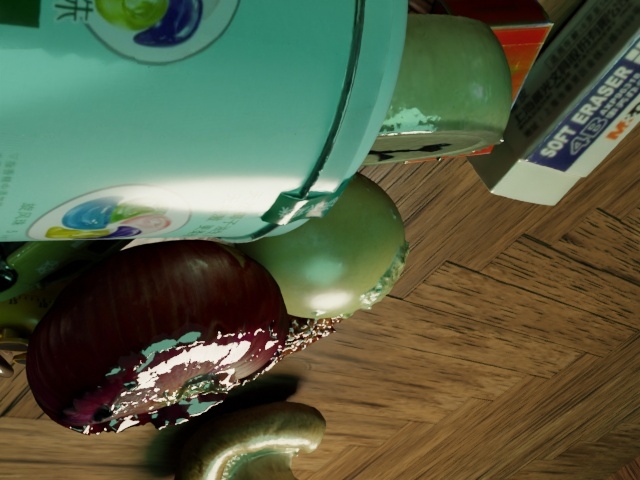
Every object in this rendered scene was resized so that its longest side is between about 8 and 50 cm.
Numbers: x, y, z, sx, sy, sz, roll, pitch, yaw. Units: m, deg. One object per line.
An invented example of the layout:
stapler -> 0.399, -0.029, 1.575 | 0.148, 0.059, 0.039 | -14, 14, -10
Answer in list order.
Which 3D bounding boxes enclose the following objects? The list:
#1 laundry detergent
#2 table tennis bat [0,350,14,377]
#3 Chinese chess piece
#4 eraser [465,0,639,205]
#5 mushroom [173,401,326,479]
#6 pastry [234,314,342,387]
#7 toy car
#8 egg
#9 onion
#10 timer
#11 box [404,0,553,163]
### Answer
laundry detergent -> -0.122, -0.139, 0.556 | 0.305, 0.287, 0.287 | -2, 139, -33
table tennis bat -> -0.364, 0.137, 0.902 | 0.119, 0.107, 0.170 | -49, 171, -12
Chinese chess piece -> 0.048, -0.117, 0.788 | 0.238, 0.092, 0.238 | -6, 177, 0
eraser -> 0.289, -0.160, 1.008 | 0.124, 0.081, 0.279 | 6, 134, -41
mushroom -> -0.130, 0.323, 1.314 | 0.151, 0.156, 0.285 | 31, 104, -40
pastry -> -0.068, 0.100, 1.088 | 0.208, 0.097, 0.115 | -32, 151, 3
toy car -> -0.203, -0.039, 0.802 | 0.257, 0.101, 0.124 | -35, 155, 9
egg -> 0.003, -0.002, 0.949 | 0.164, 0.164, 0.201 | -47, 155, 27
onion -> -0.147, 0.084, 0.831 | 0.248, 0.161, 0.248 | -38, 169, -9
timer -> -0.273, 0.059, 0.913 | 0.107, 0.109, 0.107 | 4, 157, 2
box -> 0.144, -0.159, 0.936 | 0.112, 0.048, 0.175 | -8, 142, -24
